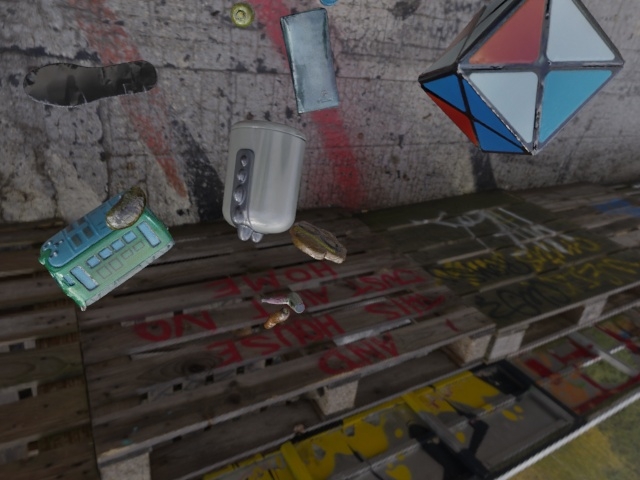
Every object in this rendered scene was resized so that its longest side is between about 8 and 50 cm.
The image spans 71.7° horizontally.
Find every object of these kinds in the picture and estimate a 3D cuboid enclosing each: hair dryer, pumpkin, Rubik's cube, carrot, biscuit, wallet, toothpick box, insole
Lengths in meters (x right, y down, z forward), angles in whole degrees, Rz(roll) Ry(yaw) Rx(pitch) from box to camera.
[{"bbox_3d":[-0.140,0.224,1.607,0.154,0.106,0.054,5,100,-14],"label":"hair dryer"},{"bbox_3d":[-0.310,-0.049,0.720,0.083,0.028,0.050,-61,155,-6],"label":"pumpkin"},{"bbox_3d":[0.393,-0.348,0.916,0.246,0.248,0.250,41,98,-14],"label":"Rubik's cube"},{"bbox_3d":[-0.258,-0.778,1.511,0.074,0.359,0.074,-2,120,-4],"label":"carrot"},{"bbox_3d":[0.000,0.000,1.478,0.041,0.208,0.290,-59,172,17],"label":"biscuit"},{"bbox_3d":[-0.038,-0.712,1.777,0.190,0.046,0.379,-10,117,4],"label":"wallet"},{"bbox_3d":[-0.125,0.215,1.215,0.035,0.036,0.165,-6,161,-31],"label":"carrot"},{"bbox_3d":[-0.163,-0.152,1.206,0.228,0.229,0.317,8,89,-36],"label":"toothpick box"},{"bbox_3d":[-0.617,-0.427,1.195,0.348,0.009,0.119,-9,96,-6],"label":"insole"}]

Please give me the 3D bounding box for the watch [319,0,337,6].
[{"bbox_3d":[0.030,-1.015,1.640,0.210,0.193,0.211,-1,92,-14],"label":"watch"}]

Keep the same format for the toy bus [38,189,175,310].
[{"bbox_3d":[-0.627,0.015,1.296,0.343,0.183,0.199,-40,144,-17],"label":"toy bus"}]
